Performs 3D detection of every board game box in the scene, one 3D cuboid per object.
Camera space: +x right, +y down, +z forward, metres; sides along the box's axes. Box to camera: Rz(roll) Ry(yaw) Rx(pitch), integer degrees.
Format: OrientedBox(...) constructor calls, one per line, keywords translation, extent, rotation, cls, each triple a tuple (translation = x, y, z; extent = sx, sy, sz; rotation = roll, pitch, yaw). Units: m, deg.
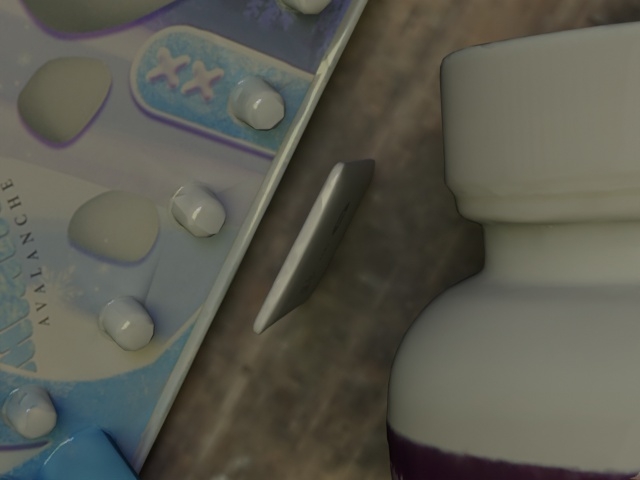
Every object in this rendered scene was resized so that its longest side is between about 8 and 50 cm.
OrientedBox(translation=(-0.146, -0.079, 0.330), extent=(0.390, 0.050, 0.390), rotation=(18, 105, -36), cls="board game box")

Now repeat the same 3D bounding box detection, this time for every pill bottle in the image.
OrientedBox(translation=(0.105, 0.095, 0.386), extent=(0.169, 0.169, 0.302), rotation=(-5, 94, 8), cls="pill bottle")

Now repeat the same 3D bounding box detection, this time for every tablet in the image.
OrientedBox(translation=(0.000, 0.000, 0.437), extent=(0.006, 0.083, 0.054), rotation=(27, 97, 5), cls="tablet")
